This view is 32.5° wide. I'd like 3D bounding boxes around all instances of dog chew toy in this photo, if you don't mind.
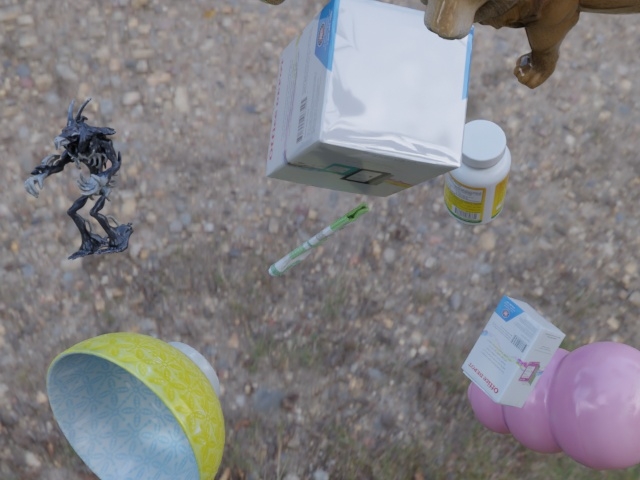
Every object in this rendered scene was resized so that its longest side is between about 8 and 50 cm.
[{"bbox_3d":[0.395,0.264,1.809,0.332,0.206,0.206,0,53,40],"label":"dog chew toy"}]

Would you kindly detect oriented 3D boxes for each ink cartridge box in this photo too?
[{"bbox_3d":[0.259,0.151,1.482,0.052,0.122,0.088,18,17,-38],"label":"ink cartridge box"},{"bbox_3d":[0.059,-0.186,1.508,0.197,0.270,0.198,9,82,-17],"label":"ink cartridge box"}]

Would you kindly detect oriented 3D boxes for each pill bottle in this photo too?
[{"bbox_3d":[0.287,-0.126,2.012,0.118,0.208,0.117,-2,61,3],"label":"pill bottle"}]

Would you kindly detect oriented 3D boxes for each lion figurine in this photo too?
[{"bbox_3d":[0.262,-0.220,0.898,0.392,0.240,0.142,-6,71,5],"label":"lion figurine"}]

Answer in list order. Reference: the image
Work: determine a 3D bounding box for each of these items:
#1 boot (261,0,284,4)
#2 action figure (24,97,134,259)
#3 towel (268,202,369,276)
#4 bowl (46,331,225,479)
[{"bbox_3d":[-0.141,-0.415,1.629,0.203,0.095,0.262,11,20,12],"label":"boot"},{"bbox_3d":[-0.422,-0.106,1.940,0.164,0.275,0.141,-3,15,34],"label":"action figure"},{"bbox_3d":[0.000,0.000,1.634,0.152,0.113,0.023,-35,91,23],"label":"towel"},{"bbox_3d":[-0.235,0.236,1.583,0.289,0.289,0.156,37,47,13],"label":"bowl"}]
